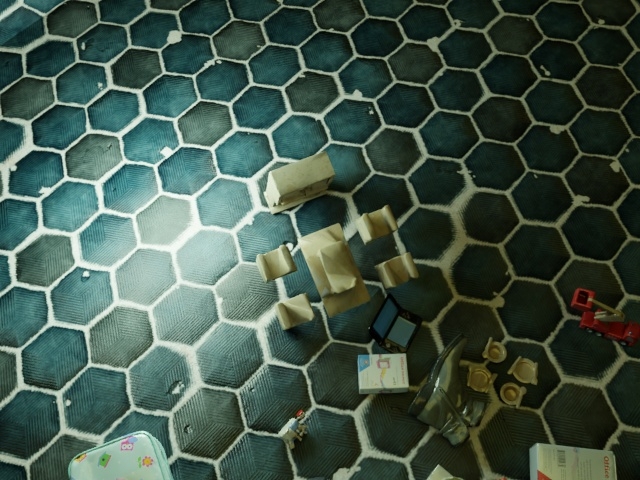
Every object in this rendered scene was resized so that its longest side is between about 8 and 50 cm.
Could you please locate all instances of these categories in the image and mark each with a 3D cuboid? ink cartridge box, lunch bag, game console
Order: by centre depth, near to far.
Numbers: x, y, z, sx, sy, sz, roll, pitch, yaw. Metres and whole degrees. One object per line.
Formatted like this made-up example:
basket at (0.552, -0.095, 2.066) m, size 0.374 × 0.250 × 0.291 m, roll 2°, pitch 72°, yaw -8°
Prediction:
lunch bag at (-0.427, 0.589, 1.503) m, size 0.223 × 0.108 × 0.279 m, roll -20°, pitch 66°, yaw -14°
ink cartridge box at (0.576, 0.543, 1.522) m, size 0.175 × 0.072 × 0.128 m, roll 6°, pitch 63°, yaw 4°
ink cartridge box at (0.156, 0.330, 1.653) m, size 0.122 × 0.052 × 0.089 m, roll -2°, pitch 63°, yaw -1°
game console at (0.193, 0.216, 1.699) m, size 0.107 × 0.071 × 0.122 m, roll 26°, pitch 67°, yaw 14°

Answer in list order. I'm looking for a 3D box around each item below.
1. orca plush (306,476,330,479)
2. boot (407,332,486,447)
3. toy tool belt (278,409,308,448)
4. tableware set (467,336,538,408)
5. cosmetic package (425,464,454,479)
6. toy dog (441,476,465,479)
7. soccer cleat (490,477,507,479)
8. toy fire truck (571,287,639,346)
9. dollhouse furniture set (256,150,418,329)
orca plush at (-0.052, 0.617, 1.487) m, size 0.287 × 0.151 × 0.102 m, roll -13°, pitch 94°, yaw -8°
boot at (0.336, 0.365, 1.625) m, size 0.161 × 0.083 × 0.247 m, roll 31°, pitch 75°, yaw 10°
toy tool belt at (-0.057, 0.455, 1.602) m, size 0.083 × 0.052 × 0.051 m, roll -45°, pitch 101°, yaw -16°
tableware set at (0.455, 0.333, 1.662) m, size 0.168 × 0.020 × 0.141 m, roll 26°, pitch 66°, yaw 14°
cosmetic package at (0.330, 0.657, 1.449) m, size 0.309 × 0.113 × 0.160 m, roll 36°, pitch 69°, yaw 17°
toy dog at (0.206, 0.721, 1.273) m, size 0.284 × 0.408 × 0.395 m, roll -19°, pitch 51°, yaw -43°
soccer cleat at (0.320, 0.555, 1.403) m, size 0.196 × 0.068 × 0.076 m, roll -8°, pitch 65°, yaw -7°
toy fire truck at (0.713, 0.193, 1.662) m, size 0.192 × 0.135 × 0.047 m, roll 21°, pitch 65°, yaw 12°
dollhouse furniture set at (0.000, 0.000, 1.774) m, size 0.361 × 0.256 × 0.394 m, roll -22°, pitch 85°, yaw -9°
